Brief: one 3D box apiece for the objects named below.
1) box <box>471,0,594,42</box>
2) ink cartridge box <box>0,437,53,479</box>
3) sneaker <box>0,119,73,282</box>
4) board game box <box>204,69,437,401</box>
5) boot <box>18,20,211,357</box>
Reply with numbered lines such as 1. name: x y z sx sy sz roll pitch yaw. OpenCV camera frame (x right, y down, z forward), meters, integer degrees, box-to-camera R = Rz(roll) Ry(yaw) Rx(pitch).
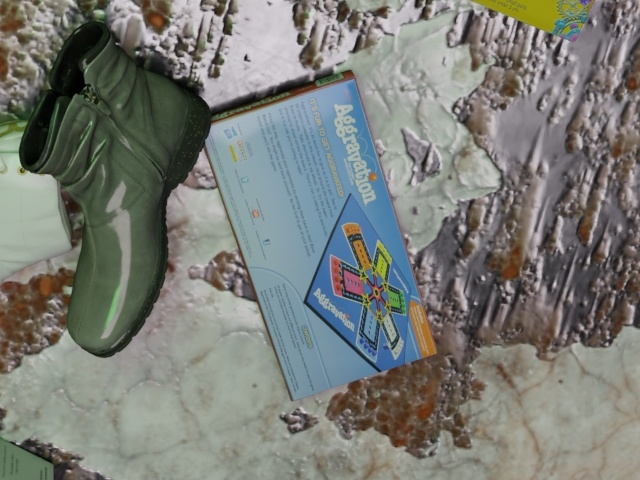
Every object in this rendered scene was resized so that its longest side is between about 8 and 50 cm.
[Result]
1. box: 0.104 -0.346 1.198 0.290 0.177 0.279 19 106 -16
2. ink cartridge box: -0.363 0.232 1.398 0.203 0.086 0.148 30 104 -20
3. sneaker: -0.306 -0.090 1.276 0.169 0.108 0.292 -23 123 -2
4. board game box: 0.000 0.000 1.398 0.145 0.027 0.281 -18 113 -1
5. boot: -0.189 -0.040 1.255 0.161 0.083 0.246 28 76 -53
